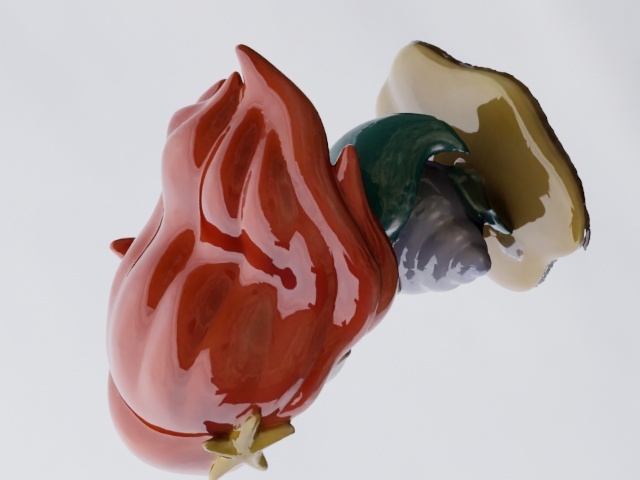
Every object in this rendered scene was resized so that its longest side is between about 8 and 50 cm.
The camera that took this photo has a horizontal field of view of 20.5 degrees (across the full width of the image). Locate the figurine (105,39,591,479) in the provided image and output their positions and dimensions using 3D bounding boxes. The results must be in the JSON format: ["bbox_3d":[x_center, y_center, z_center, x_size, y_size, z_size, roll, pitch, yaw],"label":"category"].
[{"bbox_3d":[-0.006,-0.002,0.954,0.257,0.208,0.181,-31,-98,-30],"label":"figurine"}]
